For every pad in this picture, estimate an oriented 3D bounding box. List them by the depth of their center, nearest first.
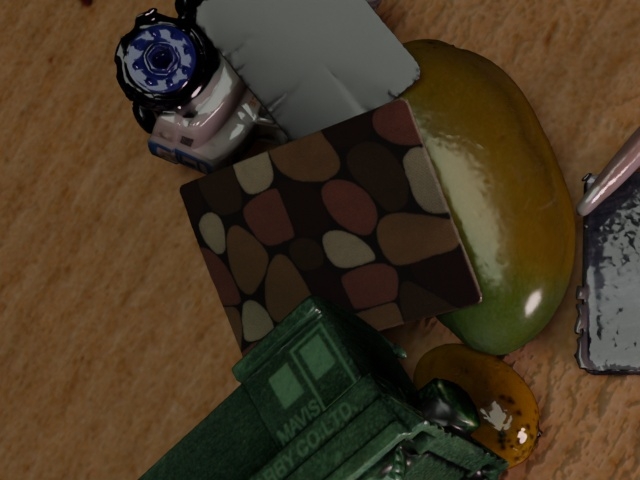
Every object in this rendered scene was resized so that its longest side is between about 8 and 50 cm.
[{"bbox_3d":[-0.012,-0.148,1.065,0.112,0.003,0.157,-40,81,13],"label":"pad"},{"bbox_3d":[0.000,0.000,1.076,0.235,0.003,0.158,-18,95,38],"label":"pad"}]

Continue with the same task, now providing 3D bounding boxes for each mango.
[{"bbox_3d":[0.113,0.122,1.055,0.114,0.057,0.079,41,94,34],"label":"mango"},{"bbox_3d":[0.106,-0.038,1.074,0.156,0.114,0.251,-26,65,-4],"label":"mango"}]

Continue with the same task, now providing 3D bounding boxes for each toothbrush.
[{"bbox_3d":[0.298,-0.129,1.072,0.029,0.025,0.307,41,84,19],"label":"toothbrush"}]

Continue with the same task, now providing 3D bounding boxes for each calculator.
[{"bbox_3d":[0.317,0.020,1.031,0.262,0.021,0.161,-1,72,19],"label":"calculator"}]

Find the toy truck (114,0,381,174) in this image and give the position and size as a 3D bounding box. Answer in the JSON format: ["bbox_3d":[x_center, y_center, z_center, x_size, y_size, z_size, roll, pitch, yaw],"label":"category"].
[{"bbox_3d":[-0.057,-0.151,1.167,0.177,0.161,0.213,25,83,2],"label":"toy truck"}]

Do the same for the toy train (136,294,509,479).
[{"bbox_3d":[-0.032,0.191,1.017,0.330,0.138,0.178,-43,50,14],"label":"toy train"}]
